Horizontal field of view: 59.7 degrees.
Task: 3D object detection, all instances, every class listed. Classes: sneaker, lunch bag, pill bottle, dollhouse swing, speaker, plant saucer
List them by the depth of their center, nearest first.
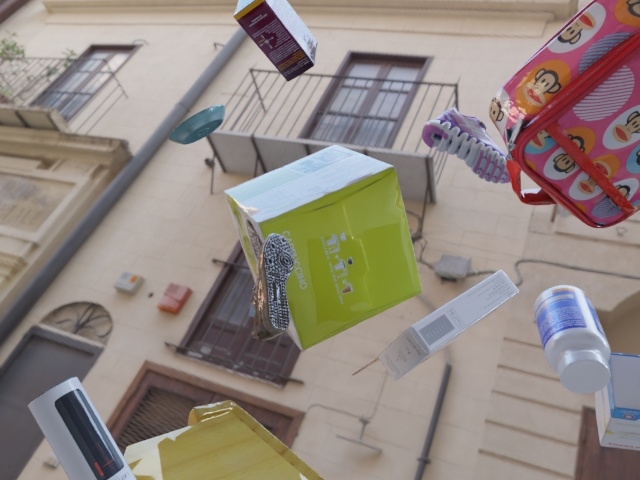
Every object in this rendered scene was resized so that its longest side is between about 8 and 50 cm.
[{"bbox_3d":[-0.248,0.216,0.585,0.136,0.055,0.055,57,-34,6],"label":"speaker"},{"bbox_3d":[0.350,-0.138,0.700,0.293,0.120,0.258,25,-54,-39],"label":"lunch bag"},{"bbox_3d":[-0.092,0.076,0.935,0.066,0.188,0.071,27,-43,-32],"label":"sneaker"},{"bbox_3d":[-0.220,-0.207,1.021,0.119,0.119,0.021,-28,-85,52],"label":"plant saucer"},{"bbox_3d":[-0.177,0.518,1.034,0.346,0.305,0.315,28,-58,34],"label":"dollhouse swing"},{"bbox_3d":[0.352,-0.223,1.261,0.236,0.104,0.095,35,-26,10],"label":"sneaker"},{"bbox_3d":[0.641,0.251,1.421,0.152,0.272,0.152,5,-57,8],"label":"pill bottle"}]

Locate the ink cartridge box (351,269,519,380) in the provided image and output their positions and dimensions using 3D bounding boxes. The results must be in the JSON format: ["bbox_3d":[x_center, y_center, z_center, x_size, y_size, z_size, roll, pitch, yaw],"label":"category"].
[{"bbox_3d":[0.237,0.196,1.160,0.066,0.296,0.261,55,-36,17],"label":"ink cartridge box"}]

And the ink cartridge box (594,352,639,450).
[{"bbox_3d":[0.857,0.442,1.508,0.171,0.168,0.233,3,-42,17],"label":"ink cartridge box"}]

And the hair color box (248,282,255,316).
[{"bbox_3d":[-0.159,0.080,1.936,0.113,0.185,0.375,12,-54,-6],"label":"hair color box"}]

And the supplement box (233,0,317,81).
[{"bbox_3d":[-0.093,-0.458,1.215,0.080,0.104,0.188,-23,-48,28],"label":"supplement box"}]

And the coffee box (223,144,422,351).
[{"bbox_3d":[0.000,0.000,1.376,0.334,0.338,0.338,37,-32,61],"label":"coffee box"}]
